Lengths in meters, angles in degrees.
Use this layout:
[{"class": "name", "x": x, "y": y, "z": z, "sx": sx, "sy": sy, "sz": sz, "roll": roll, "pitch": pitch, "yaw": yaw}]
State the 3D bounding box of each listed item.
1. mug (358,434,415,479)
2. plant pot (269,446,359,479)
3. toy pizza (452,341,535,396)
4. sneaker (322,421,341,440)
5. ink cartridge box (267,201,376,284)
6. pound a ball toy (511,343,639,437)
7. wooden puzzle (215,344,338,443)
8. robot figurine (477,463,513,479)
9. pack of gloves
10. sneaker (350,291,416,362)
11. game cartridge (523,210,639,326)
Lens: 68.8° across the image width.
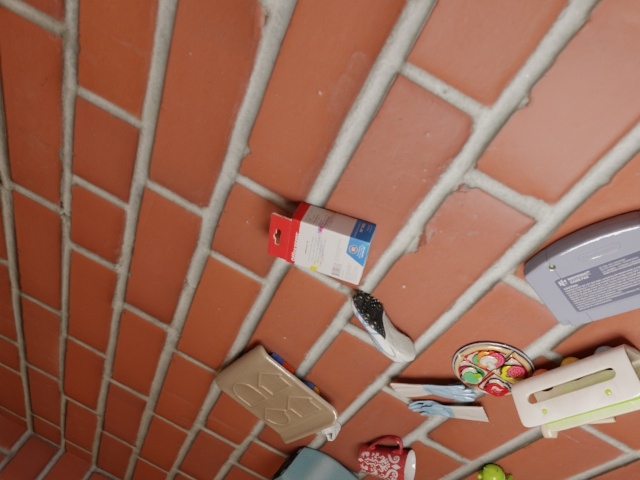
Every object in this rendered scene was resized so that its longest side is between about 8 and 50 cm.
[{"class": "mug", "x": 0.223, "y": 0.729, "z": 1.572, "sx": 0.169, "sy": 0.150, "sz": 0.113, "roll": -2, "pitch": 162, "yaw": 29}, {"class": "plant pot", "x": -0.049, "y": 0.932, "z": 1.743, "sx": 0.252, "sy": 0.247, "sz": 0.248, "roll": 45, "pitch": 132, "yaw": 7}, {"class": "toy pizza", "x": 0.441, "y": 0.338, "z": 1.200, "sx": 0.201, "sy": 0.032, "sz": 0.201, "roll": 12, "pitch": 130, "yaw": 14}, {"class": "sneaker", "x": 0.022, "y": 0.613, "z": 1.575, "sx": 0.053, "sy": 0.061, "sz": 0.152, "roll": -14, "pitch": 119, "yaw": 33}, {"class": "ink cartridge box", "x": 0.000, "y": 0.000, "z": 1.087, "sx": 0.230, "sy": 0.078, "sz": 0.134, "roll": 18, "pitch": 130, "yaw": 8}, {"class": "pound a ball toy", "x": 0.609, "y": 0.357, "z": 1.102, "sx": 0.208, "sy": 0.136, "sz": 0.319, "roll": 21, "pitch": 137, "yaw": -33}, {"class": "wooden puzzle", "x": -0.145, "y": 0.504, "z": 1.550, "sx": 0.348, "sy": 0.080, "sz": 0.322, "roll": 44, "pitch": 130, "yaw": -7}, {"class": "robot figurine", "x": 0.543, "y": 0.745, "z": 1.455, "sx": 0.101, "sy": 0.067, "sz": 0.115, "roll": -4, "pitch": 125, "yaw": 35}, {"class": "pack of gloves", "x": 0.342, "y": 0.444, "z": 1.332, "sx": 0.232, "sy": 0.046, "sz": 0.195, "roll": -7, "pitch": 135, "yaw": 31}, {"class": "sneaker", "x": 0.150, "y": 0.232, "z": 1.207, "sx": 0.086, "sy": 0.085, "sz": 0.237, "roll": -27, "pitch": 110, "yaw": 44}, {"class": "game cartridge", "x": 0.569, "y": 0.054, "z": 0.910, "sx": 0.294, "sy": 0.060, "sz": 0.196, "roll": -30, "pitch": 114, "yaw": 37}]
